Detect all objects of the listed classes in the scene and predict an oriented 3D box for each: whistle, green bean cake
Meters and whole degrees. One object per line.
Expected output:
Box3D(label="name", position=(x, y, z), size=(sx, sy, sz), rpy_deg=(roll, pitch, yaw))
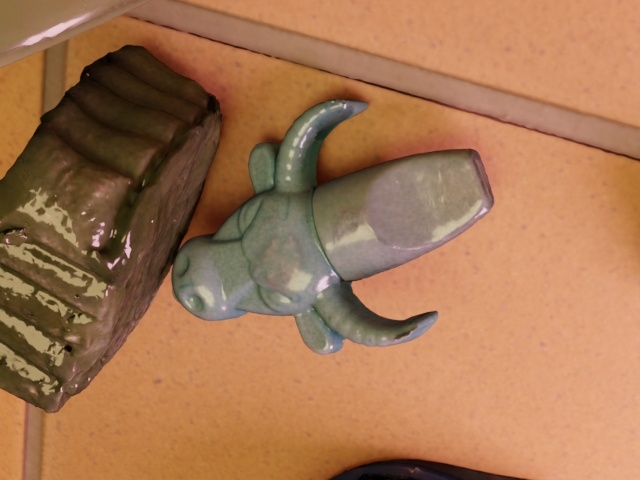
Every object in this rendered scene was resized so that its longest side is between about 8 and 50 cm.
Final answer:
Box3D(label="whistle", position=(0.000, 0.000, 0.907), size=(0.274, 0.093, 0.186), rpy_deg=(-21, 84, 25))
Box3D(label="green bean cake", position=(-0.170, -0.012, 0.879), size=(0.125, 0.222, 0.227), rpy_deg=(28, 127, 2))

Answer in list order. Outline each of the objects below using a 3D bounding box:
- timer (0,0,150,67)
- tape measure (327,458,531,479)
Box3D(label="timer", position=(-0.260, -0.259, 0.737), size=(0.291, 0.291, 0.315), rpy_deg=(-13, 108, 25))
Box3D(label="tape measure", position=(0.080, 0.321, 1.035), size=(0.262, 0.138, 0.259), rpy_deg=(15, 121, 11))
